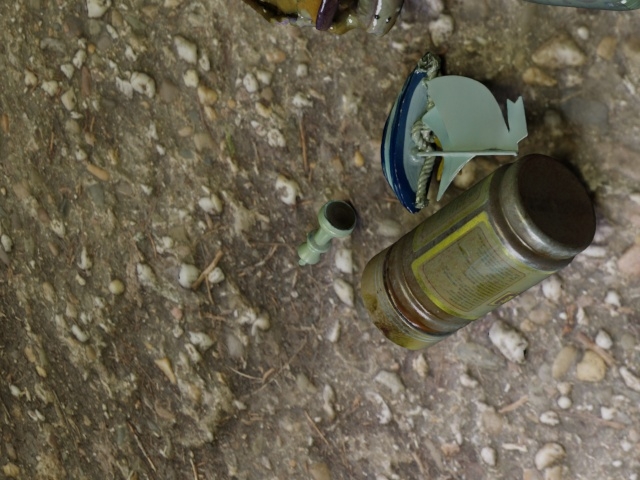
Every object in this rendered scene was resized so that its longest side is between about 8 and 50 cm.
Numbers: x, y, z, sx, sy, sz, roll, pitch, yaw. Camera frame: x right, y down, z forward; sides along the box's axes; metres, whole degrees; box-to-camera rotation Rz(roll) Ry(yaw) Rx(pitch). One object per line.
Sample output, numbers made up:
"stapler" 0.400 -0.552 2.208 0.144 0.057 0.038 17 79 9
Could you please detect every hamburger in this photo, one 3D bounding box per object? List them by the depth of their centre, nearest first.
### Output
"hamburger" -0.014 -0.425 1.755 0.318 0.195 0.276 50 141 42

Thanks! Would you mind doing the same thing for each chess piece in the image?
"chess piece" 0.000 0.000 2.042 0.059 0.059 0.149 56 141 16

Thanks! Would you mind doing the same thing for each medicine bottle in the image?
"medicine bottle" 0.203 0.019 1.756 0.322 0.151 0.151 -37 77 47

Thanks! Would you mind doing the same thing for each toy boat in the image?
"toy boat" 0.171 -0.144 1.737 0.291 0.067 0.220 3 87 64

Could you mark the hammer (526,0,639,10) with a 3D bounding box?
"hammer" 0.311 -0.434 1.520 0.206 0.119 0.335 16 109 42
